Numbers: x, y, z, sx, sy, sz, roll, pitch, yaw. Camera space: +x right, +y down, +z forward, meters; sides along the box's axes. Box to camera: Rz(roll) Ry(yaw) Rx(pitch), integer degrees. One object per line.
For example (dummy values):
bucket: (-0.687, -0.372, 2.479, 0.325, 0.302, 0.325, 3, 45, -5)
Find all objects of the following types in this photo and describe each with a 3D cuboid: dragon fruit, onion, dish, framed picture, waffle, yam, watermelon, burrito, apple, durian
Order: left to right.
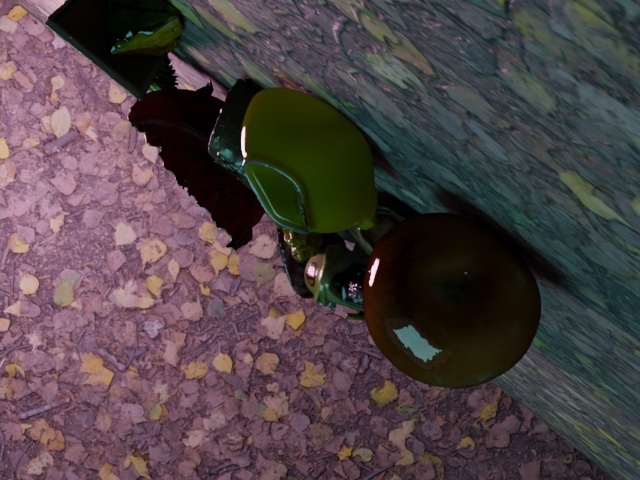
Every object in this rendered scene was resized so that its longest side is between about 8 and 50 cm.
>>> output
framed picture: (-0.369, -0.365, 1.924, 0.209, 0.019, 0.281, 40, -157, -15)
durian: (-0.351, -0.365, 2.106, 0.221, 0.095, 0.137, 38, -147, -30)
watermelon: (-0.292, -0.361, 1.794, 0.129, 0.123, 0.301, 6, -179, -11)
dragon fruit: (-0.189, -0.187, 2.087, 0.343, 0.100, 0.282, 48, -143, -12)
yam: (-0.080, -0.146, 1.797, 0.254, 0.154, 0.154, 40, 176, 9)
dish: (-0.033, -0.092, 1.584, 0.221, 0.108, 0.262, 22, 148, 33)
waffle: (-0.038, -0.056, 2.137, 0.229, 0.057, 0.219, 44, -146, -66)
onion: (0.000, 0.000, 2.356, 0.250, 0.111, 0.247, -51, -49, -67)
burrito: (0.126, -0.006, 1.869, 0.175, 0.107, 0.348, 25, -179, -14)
apple: (0.180, 0.080, 1.487, 0.253, 0.253, 0.253, 38, 176, 3)

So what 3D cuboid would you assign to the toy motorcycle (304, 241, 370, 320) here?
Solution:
toy motorcycle: (0.112, 0.089, 2.262, 0.237, 0.168, 0.410, 16, -176, 18)

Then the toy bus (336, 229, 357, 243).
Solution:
toy bus: (0.039, -0.061, 2.139, 0.065, 0.077, 0.192, 39, 176, 33)
